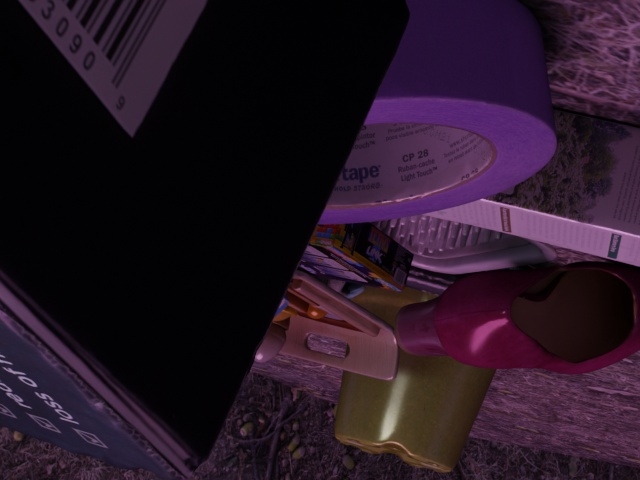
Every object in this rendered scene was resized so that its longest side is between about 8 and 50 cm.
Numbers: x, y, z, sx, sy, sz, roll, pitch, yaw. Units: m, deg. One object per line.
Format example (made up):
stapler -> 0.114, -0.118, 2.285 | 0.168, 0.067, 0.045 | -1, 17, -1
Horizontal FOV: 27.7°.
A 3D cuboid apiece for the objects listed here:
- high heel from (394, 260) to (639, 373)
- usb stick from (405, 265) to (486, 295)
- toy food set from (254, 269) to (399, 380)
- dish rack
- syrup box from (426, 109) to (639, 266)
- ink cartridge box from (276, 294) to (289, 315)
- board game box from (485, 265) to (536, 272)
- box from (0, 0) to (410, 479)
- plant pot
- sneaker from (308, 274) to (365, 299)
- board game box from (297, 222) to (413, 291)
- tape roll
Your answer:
high heel -> 0.274, 0.080, 1.349 | 0.377, 0.127, 0.181 | -8, 176, -31
usb stick -> 0.163, 0.051, 1.588 | 0.278, 0.045, 0.077 | 15, 167, 7
toy food set -> -0.066, 0.094, 1.579 | 0.219, 0.092, 0.306 | 11, 167, 36
dish rack -> 0.057, -0.054, 1.337 | 0.332, 0.072, 0.285 | 22, 166, -20
syrup box -> 0.204, -0.050, 1.102 | 0.236, 0.093, 0.096 | 14, 167, 12
ink cartridge box -> -0.209, 0.006, 1.389 | 0.197, 0.198, 0.270 | 32, -160, -52
board game box -> 0.165, 0.024, 1.642 | 0.126, 0.026, 0.186 | 25, 165, -31
box -> -0.284, -0.163, 0.586 | 0.471, 0.297, 0.480 | 8, 151, 31
plant pot -> 0.137, 0.188, 1.866 | 0.276, 0.254, 0.276 | 17, 167, 4
sneaker -> -0.017, 0.012, 1.721 | 0.122, 0.110, 0.283 | -10, 158, 14
board game box -> 0.000, 0.000, 1.380 | 0.141, 0.048, 0.170 | 11, 168, 31
tape roll -> 0.030, -0.092, 0.951 | 0.274, 0.090, 0.275 | -5, 165, -1
